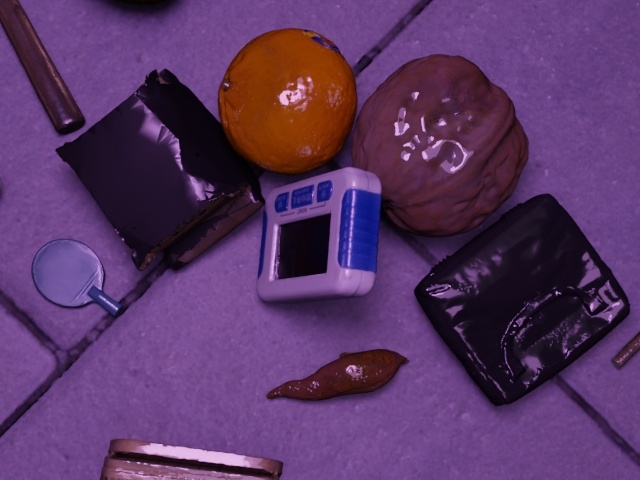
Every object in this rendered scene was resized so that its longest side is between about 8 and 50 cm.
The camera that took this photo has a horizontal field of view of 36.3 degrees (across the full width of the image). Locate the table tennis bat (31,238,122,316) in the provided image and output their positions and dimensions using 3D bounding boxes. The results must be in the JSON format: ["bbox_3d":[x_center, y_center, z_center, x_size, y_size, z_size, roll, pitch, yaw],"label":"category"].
[{"bbox_3d":[-0.364,0.061,1.474,0.155,0.019,0.100,35,79,4],"label":"table tennis bat"}]

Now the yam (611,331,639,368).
[{"bbox_3d":[0.499,0.155,1.524,0.116,0.021,0.021,-42,86,-8],"label":"yam"}]

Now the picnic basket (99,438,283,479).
[{"bbox_3d":[-0.173,0.358,1.290,0.228,0.313,0.175,8,81,-3],"label":"picnic basket"}]

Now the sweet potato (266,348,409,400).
[{"bbox_3d":[0.029,0.204,1.458,0.226,0.068,0.068,-15,82,-6],"label":"sweet potato"}]

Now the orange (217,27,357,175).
[{"bbox_3d":[-0.050,-0.205,1.445,0.193,0.219,0.219,-5,78,-49],"label":"orange"}]

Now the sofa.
[{"bbox_3d":[-0.231,-0.101,1.461,0.200,0.182,0.258,-38,85,8],"label":"sofa"}]

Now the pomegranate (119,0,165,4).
[{"bbox_3d":[-0.312,-0.448,1.467,0.286,0.231,0.230,-21,83,3],"label":"pomegranate"}]

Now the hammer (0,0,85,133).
[{"bbox_3d":[-0.485,-0.364,1.522,0.168,0.044,0.439,-29,84,-9],"label":"hammer"}]

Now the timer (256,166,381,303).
[{"bbox_3d":[0.000,0.000,1.403,0.078,0.253,0.178,10,80,-31],"label":"timer"}]

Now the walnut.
[{"bbox_3d":[0.178,-0.139,1.445,0.273,0.227,0.273,2,75,-6],"label":"walnut"}]

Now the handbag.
[{"bbox_3d":[0.306,0.090,1.488,0.275,0.088,0.244,-36,87,-13],"label":"handbag"}]
